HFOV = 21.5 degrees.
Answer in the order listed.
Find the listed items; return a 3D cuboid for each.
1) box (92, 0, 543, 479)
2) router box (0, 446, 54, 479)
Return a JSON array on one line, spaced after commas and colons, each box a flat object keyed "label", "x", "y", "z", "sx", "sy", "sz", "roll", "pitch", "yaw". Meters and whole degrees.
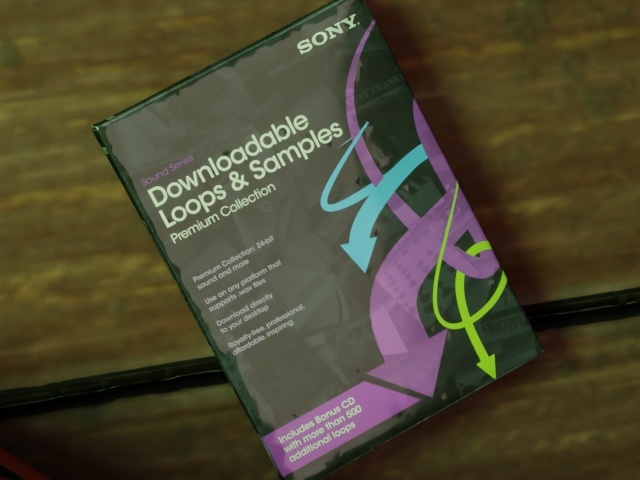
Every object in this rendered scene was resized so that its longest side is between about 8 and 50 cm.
[{"label": "box", "x": 0.000, "y": 0.000, "z": 0.651, "sx": 0.116, "sy": 0.029, "sz": 0.162, "roll": -29, "pitch": 97, "yaw": -8}, {"label": "router box", "x": -0.172, "y": 0.217, "z": 0.508, "sx": 0.082, "sy": 0.301, "sz": 0.335, "roll": 27, "pitch": 86, "yaw": -54}]
